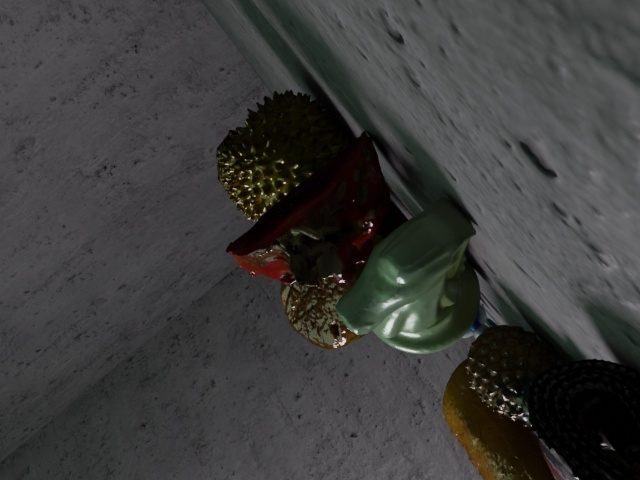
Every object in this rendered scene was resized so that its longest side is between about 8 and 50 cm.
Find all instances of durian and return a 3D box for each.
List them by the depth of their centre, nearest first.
[{"bbox_3d":[-0.048,-0.132,0.951,0.258,0.258,0.293,51,-171,7],"label":"durian"}]

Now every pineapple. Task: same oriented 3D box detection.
[{"bbox_3d":[0.256,0.198,0.580,0.119,0.130,0.277,9,-167,-8],"label":"pineapple"}]

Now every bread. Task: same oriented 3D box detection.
[{"bbox_3d":[0.332,0.339,0.795,0.328,0.148,0.337,25,-160,-43],"label":"bread"},{"bbox_3d":[0.025,0.083,1.059,0.227,0.253,0.142,39,-149,29],"label":"bread"}]

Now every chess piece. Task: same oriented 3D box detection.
[{"bbox_3d":[0.113,0.054,0.657,0.176,0.176,0.298,52,-176,20],"label":"chess piece"}]

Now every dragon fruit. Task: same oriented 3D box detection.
[{"bbox_3d":[0.000,0.000,0.689,0.134,0.262,0.211,49,-166,-12],"label":"dragon fruit"}]

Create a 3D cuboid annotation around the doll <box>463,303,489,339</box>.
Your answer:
[{"bbox_3d":[0.203,0.095,0.930,0.215,0.161,0.257,37,-169,38],"label":"doll"}]

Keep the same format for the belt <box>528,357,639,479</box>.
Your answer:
[{"bbox_3d":[0.232,0.199,0.283,0.094,0.126,0.359,51,-175,-23],"label":"belt"}]

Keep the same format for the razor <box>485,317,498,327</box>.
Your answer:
[{"bbox_3d":[0.363,0.210,1.027,0.191,0.037,0.068,50,179,21],"label":"razor"}]

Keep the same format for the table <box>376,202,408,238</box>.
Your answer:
[{"bbox_3d":[0.115,-0.010,1.235,0.169,0.172,0.193,53,-179,26],"label":"table"}]
